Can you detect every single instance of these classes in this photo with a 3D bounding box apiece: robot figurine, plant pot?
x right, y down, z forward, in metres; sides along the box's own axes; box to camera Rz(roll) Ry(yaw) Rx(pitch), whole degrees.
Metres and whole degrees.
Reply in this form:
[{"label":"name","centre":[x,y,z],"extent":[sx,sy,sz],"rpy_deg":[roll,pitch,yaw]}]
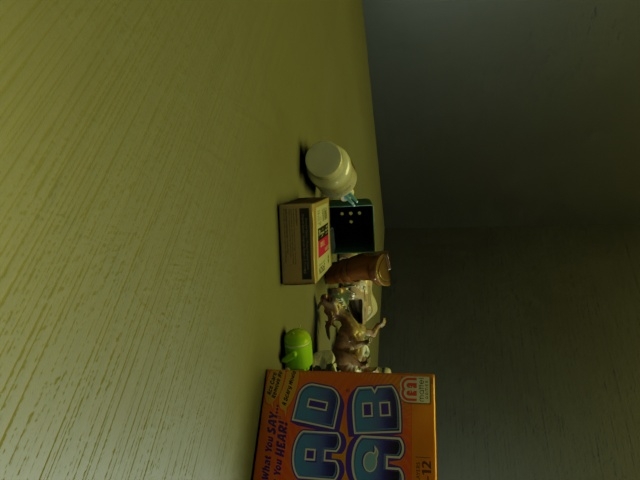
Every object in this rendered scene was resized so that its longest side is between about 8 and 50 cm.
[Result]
[{"label":"robot figurine","centre":[-0.053,0.263,1.294],"extent":[0.101,0.067,0.115],"rpy_deg":[-41,130,-65]},{"label":"plant pot","centre":[0.107,-0.069,1.908],"extent":[0.234,0.165,0.166],"rpy_deg":[-75,162,-72]}]

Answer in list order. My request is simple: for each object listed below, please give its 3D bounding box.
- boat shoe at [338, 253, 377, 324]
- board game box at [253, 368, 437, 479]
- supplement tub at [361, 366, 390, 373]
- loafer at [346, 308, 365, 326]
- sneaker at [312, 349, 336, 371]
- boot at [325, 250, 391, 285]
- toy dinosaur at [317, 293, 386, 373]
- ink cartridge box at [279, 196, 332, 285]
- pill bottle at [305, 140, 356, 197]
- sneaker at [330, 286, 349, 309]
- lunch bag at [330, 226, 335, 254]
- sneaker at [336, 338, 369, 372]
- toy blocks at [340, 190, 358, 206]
[{"label":"boat shoe","centre":[0.140,0.193,2.147],"extent":[0.110,0.121,0.341],"rpy_deg":[-46,125,-40]},{"label":"board game box","centre":[0.074,0.510,1.178],"extent":[0.356,0.356,0.357],"rpy_deg":[71,21,-59]},{"label":"supplement tub","centre":[0.175,0.567,2.107],"extent":[0.144,0.199,0.145],"rpy_deg":[-1,90,-78]},{"label":"loafer","centre":[0.156,0.344,2.299],"extent":[0.087,0.094,0.252],"rpy_deg":[-36,125,-82]},{"label":"sneaker","centre":[0.017,0.454,1.571],"extent":[0.235,0.093,0.153],"rpy_deg":[-92,167,-55]},{"label":"boot","centre":[0.118,0.101,1.804],"extent":[0.283,0.220,0.109],"rpy_deg":[-63,139,-72]},{"label":"toy dinosaur","centre":[0.080,0.320,1.660],"extent":[0.127,0.200,0.296],"rpy_deg":[15,79,-61]},{"label":"ink cartridge box","centre":[-0.033,-0.006,1.362],"extent":[0.234,0.088,0.194],"rpy_deg":[-42,129,-76]},{"label":"pill bottle","centre":[0.029,-0.208,1.573],"extent":[0.229,0.131,0.131],"rpy_deg":[32,58,-77]},{"label":"sneaker","centre":[0.075,0.215,1.961],"extent":[0.192,0.064,0.086],"rpy_deg":[39,46,-80]},{"label":"lunch bag","centre":[0.000,0.000,1.593],"extent":[0.067,0.065,0.099],"rpy_deg":[-47,138,-52]},{"label":"sneaker","centre":[0.090,0.451,1.963],"extent":[0.146,0.122,0.331],"rpy_deg":[61,26,-30]},{"label":"toy blocks","centre":[0.066,-0.186,1.761],"extent":[0.148,0.054,0.123],"rpy_deg":[50,-11,30]}]
